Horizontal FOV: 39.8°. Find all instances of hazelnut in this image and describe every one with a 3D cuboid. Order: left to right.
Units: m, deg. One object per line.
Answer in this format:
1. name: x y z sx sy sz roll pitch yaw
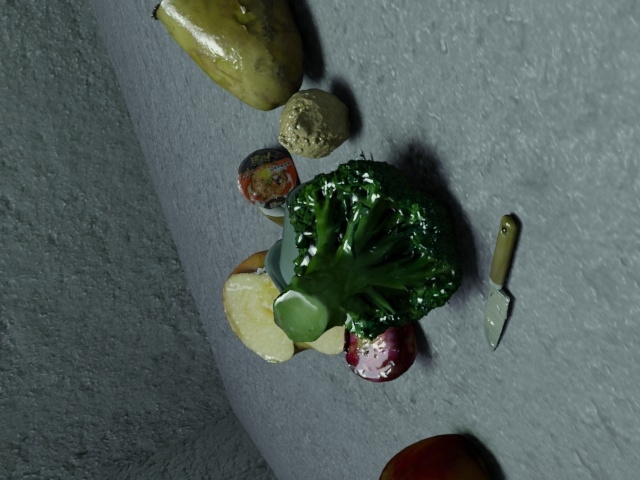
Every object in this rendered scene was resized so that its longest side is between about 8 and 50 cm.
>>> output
1. hazelnut: 0.197 0.440 1.545 0.208 0.208 0.208 55 160 31

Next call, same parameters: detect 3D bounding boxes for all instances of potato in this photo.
1. potato: -0.124 -0.344 1.482 0.266 0.229 0.229 51 164 -5

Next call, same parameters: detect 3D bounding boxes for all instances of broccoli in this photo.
1. broccoli: 0.060 0.028 1.287 0.297 0.297 0.297 15 126 22

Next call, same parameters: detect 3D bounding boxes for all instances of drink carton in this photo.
1. drink carton: 0.000 0.000 1.576 0.191 0.185 0.189 56 158 34

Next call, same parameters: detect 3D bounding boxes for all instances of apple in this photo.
1. apple: -0.043 0.107 1.810 0.293 0.163 0.251 -13 111 32

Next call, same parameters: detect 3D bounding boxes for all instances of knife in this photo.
1. knife: 0.246 0.072 1.212 0.047 0.017 0.298 47 156 31

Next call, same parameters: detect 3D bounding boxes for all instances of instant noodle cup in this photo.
1. instant noodle cup: -0.123 -0.138 1.874 0.136 0.127 0.127 -146 35 -74

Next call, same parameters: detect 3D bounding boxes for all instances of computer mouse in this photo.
1. computer mouse: -0.065 -0.047 1.869 0.199 0.102 0.045 28 96 63

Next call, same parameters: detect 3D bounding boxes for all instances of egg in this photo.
1. egg: -0.010 -0.188 1.438 0.116 0.118 0.140 27 172 20

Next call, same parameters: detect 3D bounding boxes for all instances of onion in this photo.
1. onion: 0.124 0.185 1.616 0.150 0.140 0.150 -5 82 37

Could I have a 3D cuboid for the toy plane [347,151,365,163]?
1. toy plane: 0.073 -0.105 1.459 0.083 0.031 0.078 57 161 25
